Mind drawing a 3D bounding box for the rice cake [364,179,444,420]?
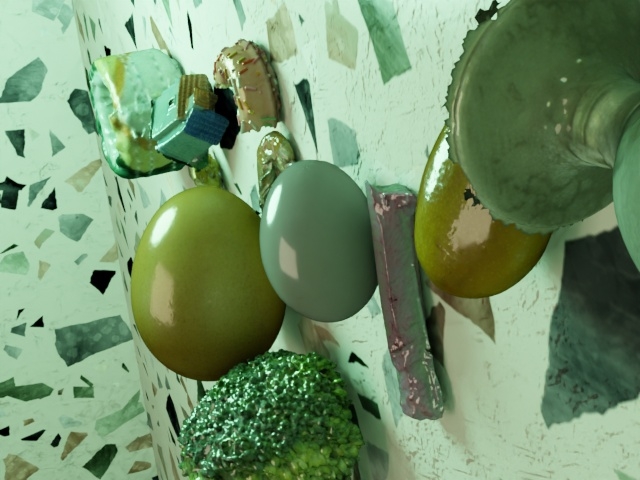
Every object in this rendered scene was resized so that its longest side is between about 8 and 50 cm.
[{"bbox_3d":[0.096,0.072,1.018,0.081,0.051,0.290,-153,51,-65],"label":"rice cake"}]

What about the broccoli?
[{"bbox_3d":[-0.085,0.327,1.328,0.375,0.249,0.302,-30,78,44],"label":"broccoli"}]

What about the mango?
[{"bbox_3d":[0.144,-0.051,0.746,0.136,0.099,0.227,-119,32,-44],"label":"mango"}]

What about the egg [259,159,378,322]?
[{"bbox_3d":[0.000,0.000,1.081,0.146,0.146,0.198,163,98,-70],"label":"egg"}]

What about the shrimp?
[{"bbox_3d":[-0.068,-0.084,1.357,0.101,0.042,0.190,54,151,29],"label":"shrimp"}]

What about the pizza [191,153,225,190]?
[{"bbox_3d":[-0.200,-0.120,1.678,0.108,0.026,0.123,51,-157,-29],"label":"pizza"}]

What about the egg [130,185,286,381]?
[{"bbox_3d":[-0.181,0.071,1.458,0.250,0.250,0.322,-147,49,-61],"label":"egg"}]

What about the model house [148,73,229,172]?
[{"bbox_3d":[-0.213,-0.224,1.578,0.149,0.119,0.148,-31,49,45],"label":"model house"}]

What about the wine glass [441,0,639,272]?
[{"bbox_3d":[0.217,-0.032,0.446,0.357,0.191,0.190,-132,33,-60],"label":"wine glass"}]

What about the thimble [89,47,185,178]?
[{"bbox_3d":[-0.362,-0.255,1.831,0.288,0.167,0.254,180,75,-70],"label":"thimble"}]

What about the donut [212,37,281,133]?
[{"bbox_3d":[-0.112,-0.239,1.331,0.166,0.065,0.117,50,149,46],"label":"donut"}]
